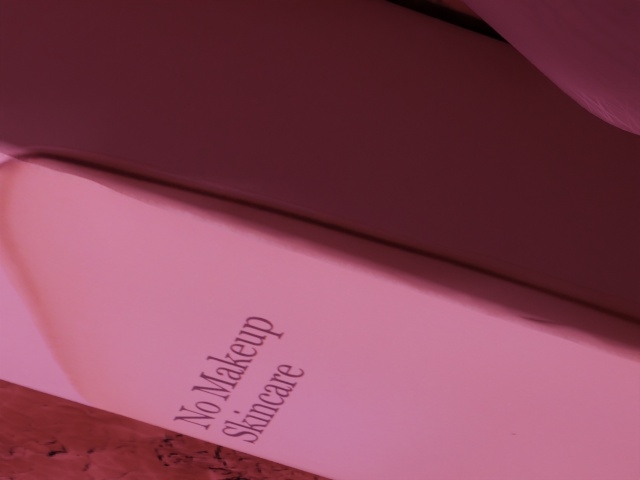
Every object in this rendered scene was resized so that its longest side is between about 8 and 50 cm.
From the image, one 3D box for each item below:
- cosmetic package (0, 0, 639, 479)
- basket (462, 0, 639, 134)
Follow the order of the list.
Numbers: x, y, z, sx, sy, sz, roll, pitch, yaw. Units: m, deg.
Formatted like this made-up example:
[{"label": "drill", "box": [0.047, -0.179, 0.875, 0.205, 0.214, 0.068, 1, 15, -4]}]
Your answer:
[{"label": "cosmetic package", "box": [0.000, 0.000, 0.664, 0.309, 0.113, 0.160, 17, 148, -9]}, {"label": "basket", "box": [0.060, -0.133, 0.407, 0.204, 0.154, 0.227, -22, 141, 21]}]
